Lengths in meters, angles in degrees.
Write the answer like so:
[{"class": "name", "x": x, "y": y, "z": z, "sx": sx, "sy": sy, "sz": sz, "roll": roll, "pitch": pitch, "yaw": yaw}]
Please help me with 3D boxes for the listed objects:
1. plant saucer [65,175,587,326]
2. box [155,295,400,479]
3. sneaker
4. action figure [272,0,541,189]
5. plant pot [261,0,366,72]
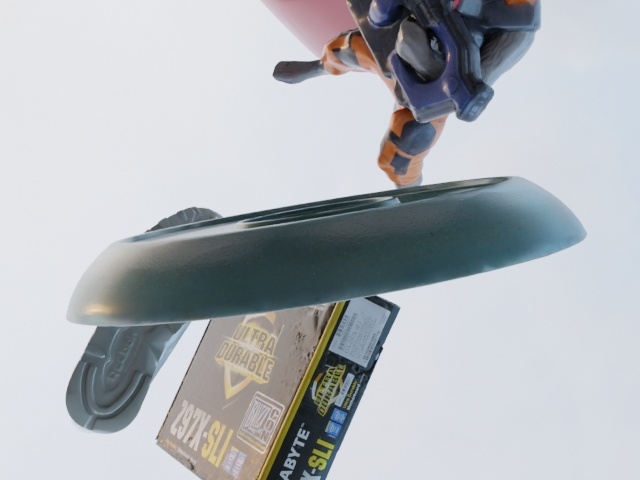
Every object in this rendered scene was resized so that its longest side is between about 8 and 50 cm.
[{"class": "plant saucer", "x": 0.000, "y": 0.000, "z": 0.705, "sx": 0.318, "sy": 0.043, "sz": 0.317, "roll": -10, "pitch": -176, "yaw": 1}, {"class": "box", "x": -0.061, "y": 0.160, "z": 1.297, "sx": 0.322, "sy": 0.079, "sz": 0.257, "roll": 10, "pitch": -104, "yaw": 65}, {"class": "sneaker", "x": -0.163, "y": 0.071, "z": 1.061, "sx": 0.090, "sy": 0.095, "sz": 0.235, "roll": 34, "pitch": -106, "yaw": -3}, {"class": "action figure", "x": 0.084, "y": -0.212, "z": 1.034, "sx": 0.179, "sy": 0.330, "sz": 0.341, "roll": -3, "pitch": -116, "yaw": -33}, {"class": "plant pot", "x": 0.021, "y": -0.383, "z": 1.529, "sx": 0.275, "sy": 0.243, "sz": 0.274, "roll": -3, "pitch": -96, "yaw": 25}]
